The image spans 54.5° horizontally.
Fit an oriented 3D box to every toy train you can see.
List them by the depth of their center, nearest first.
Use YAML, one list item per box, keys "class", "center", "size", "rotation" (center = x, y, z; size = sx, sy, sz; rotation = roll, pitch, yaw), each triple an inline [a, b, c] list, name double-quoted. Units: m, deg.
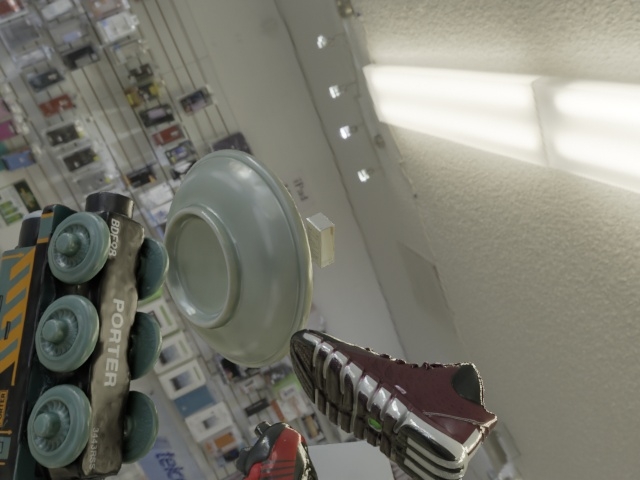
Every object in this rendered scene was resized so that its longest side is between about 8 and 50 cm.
- class: "toy train"
  center: [-0.277, 0.111, 0.668]
  size: [0.142, 0.190, 0.333]
  rotation: [31, 55, -61]

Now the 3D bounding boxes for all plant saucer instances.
- class: "plant saucer"
  center: [-0.184, 0.041, 1.102]
  size: [0.401, 0.101, 0.400]
  rotation: [12, -74, 45]

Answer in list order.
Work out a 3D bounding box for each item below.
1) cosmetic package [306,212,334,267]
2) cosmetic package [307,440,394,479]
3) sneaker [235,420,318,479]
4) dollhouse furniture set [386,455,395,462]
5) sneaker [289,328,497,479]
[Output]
- class: "cosmetic package"
  center: [0.000, 0.000, 1.426]
  size: [0.060, 0.041, 0.115]
  rotation: [45, -31, 38]
- class: "cosmetic package"
  center: [0.039, 0.623, 1.602]
  size: [0.224, 0.224, 0.138]
  rotation: [119, -34, -49]
- class: "sneaker"
  center: [-0.006, 0.296, 0.532]
  size: [0.098, 0.135, 0.275]
  rotation: [19, 66, -66]
- class: "dollhouse furniture set"
  center: [0.203, 0.544, 1.441]
  size: [0.161, 0.181, 0.101]
  rotation: [32, -6, 9]
- class: "sneaker"
  center: [0.100, 0.186, 0.809]
  size: [0.281, 0.163, 0.106]
  rotation: [34, -47, 33]
